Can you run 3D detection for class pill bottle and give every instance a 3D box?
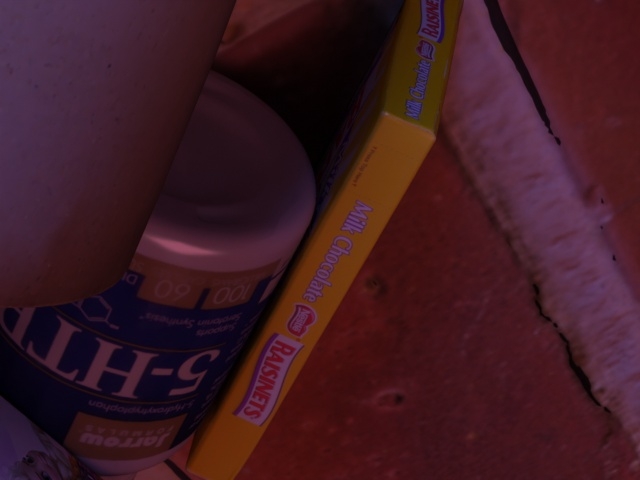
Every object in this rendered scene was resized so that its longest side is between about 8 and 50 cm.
[{"bbox_3d":[-0.086,0.028,0.699,0.112,0.112,0.186,4,133,-29],"label":"pill bottle"}]

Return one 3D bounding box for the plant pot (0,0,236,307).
[{"bbox_3d":[-0.089,-0.167,0.404,0.256,0.256,0.274,21,108,-40],"label":"plant pot"}]

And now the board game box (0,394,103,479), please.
[{"bbox_3d":[-0.288,0.112,0.644,0.318,0.066,0.318,-37,115,17],"label":"board game box"}]

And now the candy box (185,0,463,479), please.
[{"bbox_3d":[0.000,0.000,0.716,0.027,0.105,0.206,23,127,-9],"label":"candy box"}]
